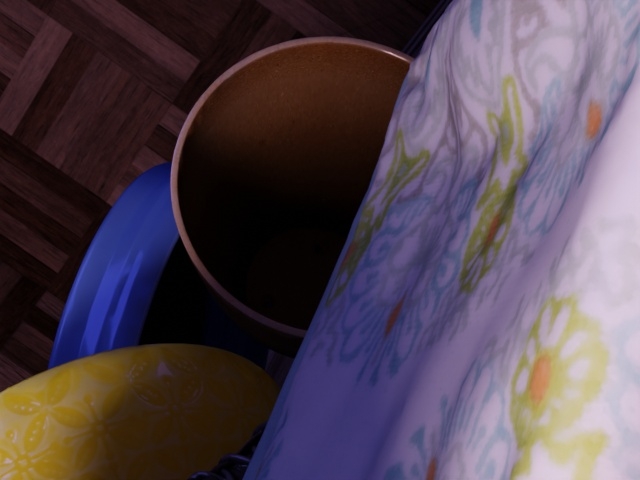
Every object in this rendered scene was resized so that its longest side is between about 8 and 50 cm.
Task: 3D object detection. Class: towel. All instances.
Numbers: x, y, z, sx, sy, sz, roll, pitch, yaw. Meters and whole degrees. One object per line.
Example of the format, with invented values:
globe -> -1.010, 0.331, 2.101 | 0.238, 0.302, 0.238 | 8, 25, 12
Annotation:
towel -> 0.056, 0.053, 0.515 | 0.320, 0.090, 0.375 | 157, 133, -75

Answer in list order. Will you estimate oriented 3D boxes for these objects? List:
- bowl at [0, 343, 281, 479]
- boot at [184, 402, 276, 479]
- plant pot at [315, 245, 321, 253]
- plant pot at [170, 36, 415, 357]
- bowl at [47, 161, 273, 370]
bowl -> -0.119, 0.219, 0.914 | 0.289, 0.289, 0.156 | -52, 49, 23
boot -> -0.013, 0.093, 0.720 | 0.263, 0.091, 0.229 | 30, -88, -51
plant pot -> 0.012, -0.061, 1.568 | 0.188, 0.167, 0.187 | -51, 7, 39
plant pot -> 0.000, 0.000, 1.167 | 0.237, 0.237, 0.254 | -57, -6, -19
bowl -> -0.135, 0.116, 1.280 | 0.391, 0.077, 0.391 | 12, -90, -77
